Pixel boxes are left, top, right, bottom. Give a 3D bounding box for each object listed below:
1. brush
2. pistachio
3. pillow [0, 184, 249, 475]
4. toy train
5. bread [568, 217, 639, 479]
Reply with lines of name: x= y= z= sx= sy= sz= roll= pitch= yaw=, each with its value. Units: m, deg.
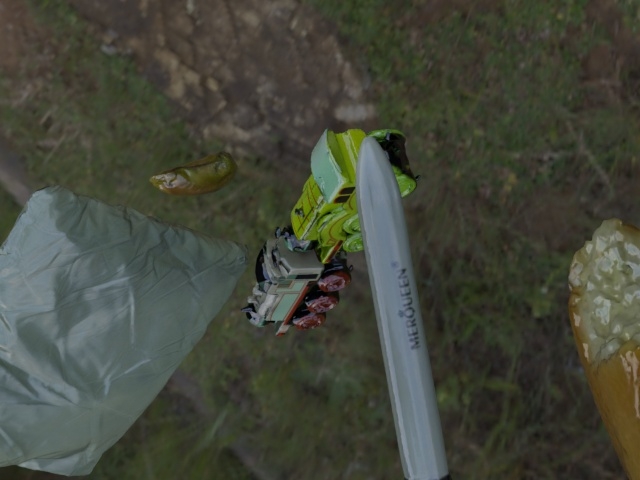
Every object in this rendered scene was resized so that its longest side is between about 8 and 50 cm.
brush: x=0.048 y=0.098 z=0.641 sx=0.039 sy=0.042 sz=0.299 roll=-6 pitch=98 yaw=33
pistachio: x=-0.156 y=-0.082 z=1.761 sx=0.089 sy=0.173 sz=0.049 roll=-18 pitch=95 yaw=25
pillow: x=-0.212 y=0.094 z=1.149 sx=0.281 sy=0.274 sz=0.076 roll=-52 pitch=58 yaw=13
toy train: x=0.000 y=0.000 z=1.030 sx=0.085 sy=0.053 sz=0.250 roll=-5 pitch=151 yaw=-23
bread: x=0.239 y=0.132 z=0.669 sx=0.148 sy=0.344 sz=0.195 roll=-26 pitch=163 yaw=1
